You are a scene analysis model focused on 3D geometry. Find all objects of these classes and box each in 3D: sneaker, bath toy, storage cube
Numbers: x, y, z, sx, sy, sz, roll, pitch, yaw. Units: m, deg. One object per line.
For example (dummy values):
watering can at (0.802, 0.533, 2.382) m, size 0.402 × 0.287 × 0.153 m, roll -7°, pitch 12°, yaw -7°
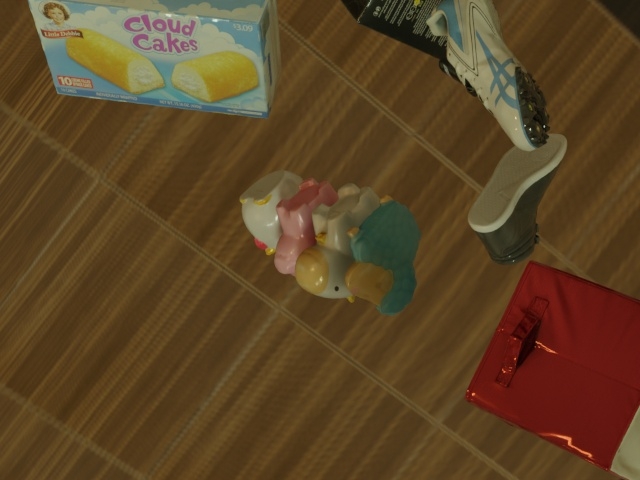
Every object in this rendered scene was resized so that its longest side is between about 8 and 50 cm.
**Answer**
sneaker at (0.390, -0.075, 2.027) m, size 0.296 × 0.105 × 0.147 m, roll -49°, pitch 134°, yaw -28°
sneaker at (0.184, -0.181, 1.160) m, size 0.086 × 0.237 × 0.085 m, roll -32°, pitch 142°, yaw 18°
bath toy at (0.000, 0.000, 1.419) m, size 0.151 × 0.348 × 0.129 m, roll -41°, pitch 118°, yaw -15°
storage cube at (0.317, 0.159, 1.208) m, size 0.215 × 0.193 × 0.183 m, roll 31°, pitch 84°, yaw -49°

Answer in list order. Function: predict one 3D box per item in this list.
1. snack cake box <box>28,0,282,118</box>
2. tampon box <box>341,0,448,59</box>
snack cake box at (-0.183, -0.236, 1.212) m, size 0.264 × 0.089 × 0.152 m, roll 8°, pitch 145°, yaw 8°
tampon box at (0.127, -0.342, 1.496) m, size 0.161 × 0.120 × 0.101 m, roll 19°, pitch 114°, yaw -26°
